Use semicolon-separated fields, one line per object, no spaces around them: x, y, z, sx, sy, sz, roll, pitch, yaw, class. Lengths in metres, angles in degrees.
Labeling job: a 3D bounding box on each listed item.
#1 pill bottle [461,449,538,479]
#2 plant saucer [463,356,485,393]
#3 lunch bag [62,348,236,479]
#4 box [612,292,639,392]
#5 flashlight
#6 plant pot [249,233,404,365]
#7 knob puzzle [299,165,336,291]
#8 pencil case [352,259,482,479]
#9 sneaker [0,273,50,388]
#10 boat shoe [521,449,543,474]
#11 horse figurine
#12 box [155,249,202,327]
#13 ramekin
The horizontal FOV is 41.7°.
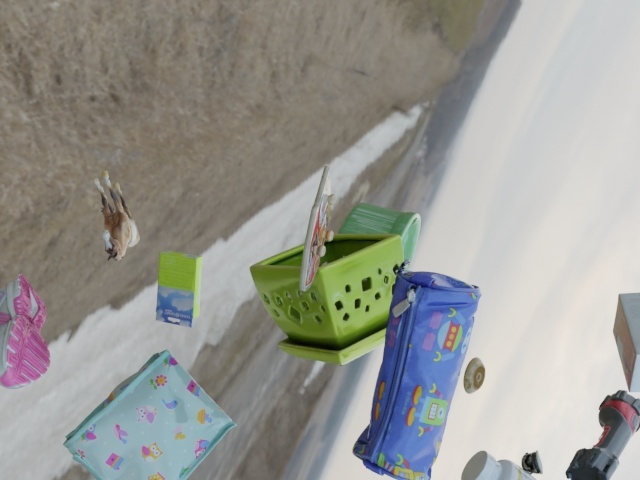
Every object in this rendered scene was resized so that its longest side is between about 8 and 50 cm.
0.351;0.468;1.541;0.103;0.184;0.103;-52;-173;9;pill bottle
0.343;0.300;1.855;0.083;0.015;0.083;-14;108;-48;plant saucer
-0.338;0.382;1.654;0.262;0.223;0.160;-45;-172;-23;lunch bag
0.681;0.212;1.763;0.170;0.091;0.130;-86;170;-47;box
0.640;0.450;1.895;0.304;0.103;0.103;-30;148;-46;flashlight
0.030;0.115;1.655;0.227;0.228;0.207;-21;103;-38;plant pot
0.000;0.000;1.416;0.213;0.030;0.213;12;90;-83;knob puzzle
0.133;0.188;1.189;0.133;0.119;0.306;13;92;-47;pencil case
-0.513;0.162;1.366;0.103;0.111;0.252;64;-2;-31;sneaker
0.409;0.432;1.634;0.125;0.038;0.046;49;33;-73;boat shoe
-0.416;-0.041;1.714;0.263;0.066;0.174;151;-80;-80;horse figurine
-0.356;0.121;2.117;0.042;0.109;0.178;-26;123;-69;box
0.118;0.056;2.007;0.303;0.148;0.303;20;90;-76;ramekin
